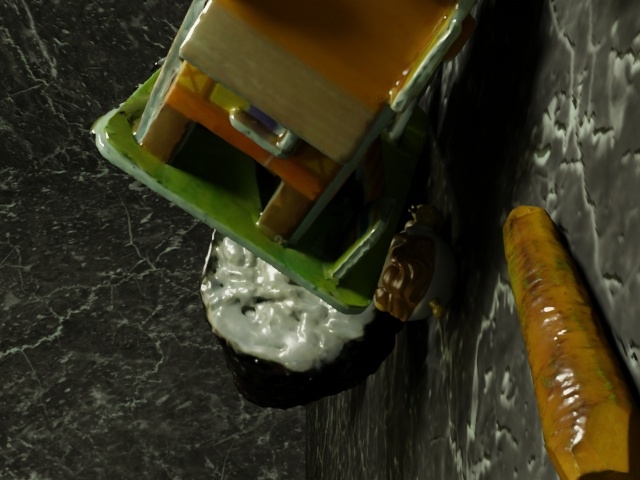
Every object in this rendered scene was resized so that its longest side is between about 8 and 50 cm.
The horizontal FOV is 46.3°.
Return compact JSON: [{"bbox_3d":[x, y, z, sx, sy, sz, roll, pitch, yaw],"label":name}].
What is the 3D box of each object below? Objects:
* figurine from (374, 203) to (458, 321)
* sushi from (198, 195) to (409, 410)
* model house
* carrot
[{"bbox_3d":[0.082,0.019,0.647,0.143,0.068,0.101,-85,17,-85],"label":"figurine"},{"bbox_3d":[0.000,0.000,0.801,0.171,0.210,0.350,76,-161,-63],"label":"sushi"},{"bbox_3d":[0.051,-0.186,0.566,0.313,0.242,0.358,-49,9,37],"label":"model house"},{"bbox_3d":[0.112,0.042,0.350,0.171,0.042,0.042,-87,3,-53],"label":"carrot"}]
